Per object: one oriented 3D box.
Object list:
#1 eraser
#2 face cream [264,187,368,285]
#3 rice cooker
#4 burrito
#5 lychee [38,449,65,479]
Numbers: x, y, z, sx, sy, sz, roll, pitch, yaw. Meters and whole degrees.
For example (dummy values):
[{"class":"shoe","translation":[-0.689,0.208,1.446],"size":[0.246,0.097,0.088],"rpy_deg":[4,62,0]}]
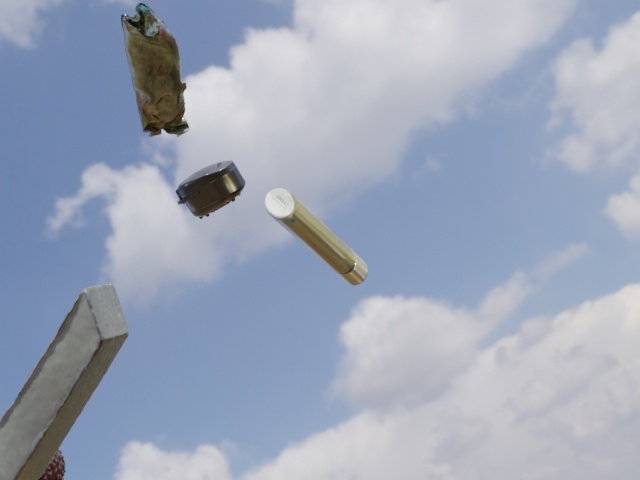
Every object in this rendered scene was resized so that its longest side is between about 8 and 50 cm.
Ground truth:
[{"class":"eraser","translation":[-0.415,0.234,1.552],"size":[0.352,0.077,0.111],"rpy_deg":[-57,-8,9]},{"class":"face cream","translation":[0.000,0.000,2.137],"size":[0.067,0.139,0.285],"rpy_deg":[-46,-58,1]},{"class":"rice cooker","translation":[-0.255,-0.121,2.278],"size":[0.165,0.106,0.112],"rpy_deg":[-32,11,27]},{"class":"burrito","translation":[-0.290,-0.294,1.734],"size":[0.096,0.066,0.309],"rpy_deg":[-11,-34,-7]},{"class":"lychee","translation":[-0.648,0.526,2.112],"size":[0.188,0.188,0.188],"rpy_deg":[-26,-22,-11]}]
